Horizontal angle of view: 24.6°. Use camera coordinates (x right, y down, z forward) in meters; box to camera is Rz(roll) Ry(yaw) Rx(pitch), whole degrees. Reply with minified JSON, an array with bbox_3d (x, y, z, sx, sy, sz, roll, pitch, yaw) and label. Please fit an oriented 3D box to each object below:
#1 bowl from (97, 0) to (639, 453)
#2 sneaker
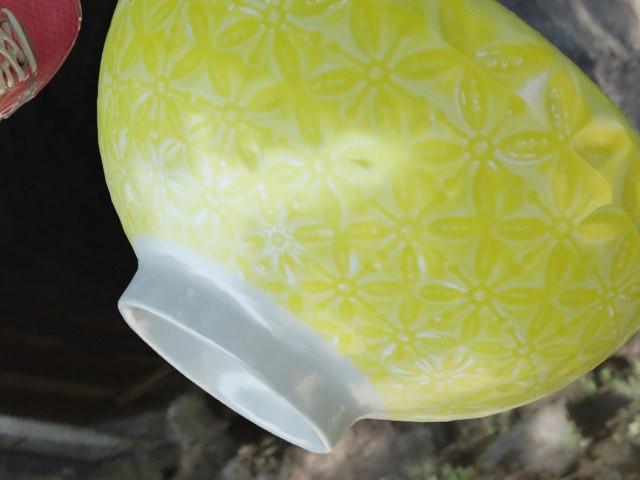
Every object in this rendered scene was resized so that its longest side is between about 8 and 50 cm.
[{"bbox_3d":[0.000,0.000,0.661,0.289,0.156,0.289,33,164,11],"label":"bowl"},{"bbox_3d":[-0.292,-0.127,1.191,0.136,0.314,0.116,-2,122,48],"label":"sneaker"}]
